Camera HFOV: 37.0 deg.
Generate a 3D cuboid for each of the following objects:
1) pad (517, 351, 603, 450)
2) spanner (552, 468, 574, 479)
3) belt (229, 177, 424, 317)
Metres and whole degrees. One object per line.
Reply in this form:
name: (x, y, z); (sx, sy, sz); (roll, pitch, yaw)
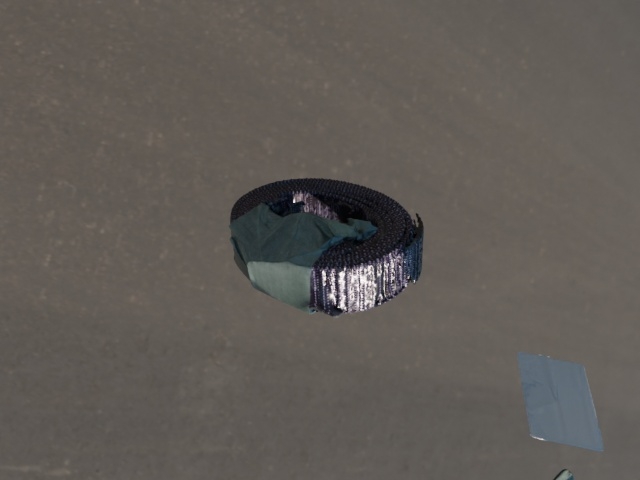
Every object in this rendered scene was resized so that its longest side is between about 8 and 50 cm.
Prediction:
pad: (0.479, 0.318, 1.921); (0.232, 0.156, 0.004); (-87, -169, -50)
spanner: (0.300, 0.420, 1.503); (0.301, 0.017, 0.071); (-6, 112, -38)
belt: (0.000, 0.000, 1.538); (0.260, 0.324, 0.122); (-36, 136, -40)
